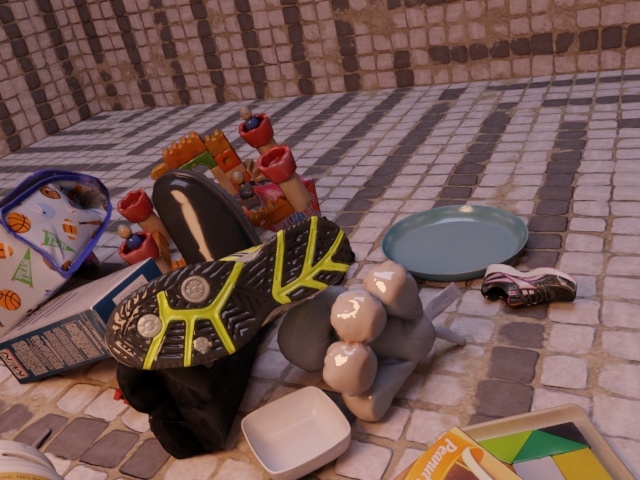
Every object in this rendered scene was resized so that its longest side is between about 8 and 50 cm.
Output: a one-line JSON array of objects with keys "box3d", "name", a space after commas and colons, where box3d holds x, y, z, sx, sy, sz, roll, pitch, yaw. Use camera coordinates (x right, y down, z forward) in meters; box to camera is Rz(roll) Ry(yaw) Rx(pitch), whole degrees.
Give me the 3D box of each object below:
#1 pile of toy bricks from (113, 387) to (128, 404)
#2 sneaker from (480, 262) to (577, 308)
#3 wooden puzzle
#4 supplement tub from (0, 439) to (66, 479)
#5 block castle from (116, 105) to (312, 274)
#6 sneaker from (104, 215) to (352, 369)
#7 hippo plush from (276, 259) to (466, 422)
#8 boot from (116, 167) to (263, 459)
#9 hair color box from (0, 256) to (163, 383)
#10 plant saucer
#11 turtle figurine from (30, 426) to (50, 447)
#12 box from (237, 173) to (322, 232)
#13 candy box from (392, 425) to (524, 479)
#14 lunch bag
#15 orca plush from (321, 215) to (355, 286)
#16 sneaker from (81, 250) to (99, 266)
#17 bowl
[{"box3d": [-0.281, 0.230, 1.103, 0.105, 0.118, 0.212, 21, 15, 1], "name": "pile of toy bricks"}, {"box3d": [0.380, 0.097, 1.113, 0.178, 0.072, 0.077, 2, 41, 43], "name": "sneaker"}, {"box3d": [0.278, 0.305, 0.753, 0.221, 0.044, 0.238, -12, 27, -1], "name": "wooden puzzle"}, {"box3d": [-0.364, 0.389, 0.657, 0.228, 0.228, 0.316, -24, 29, -22], "name": "supplement tub"}, {"box3d": [-0.276, -0.117, 1.468, 0.453, 0.213, 0.303, -32, 37, 2], "name": "block castle"}, {"box3d": [-0.130, 0.093, 0.915, 0.385, 0.145, 0.147, -21, -9, -25], "name": "sneaker"}, {"box3d": [0.053, 0.122, 0.997, 0.237, 0.234, 0.294, 16, 39, 43], "name": "hippo plush"}, {"box3d": [-0.238, 0.098, 1.060, 0.146, 0.367, 0.445, -34, 15, 30], "name": "boot"}, {"box3d": [-0.458, 0.160, 1.168, 0.347, 0.105, 0.174, -19, 19, 33], "name": "hair color box"}, {"box3d": [0.294, 0.007, 1.336, 0.318, 0.043, 0.317, -9, 27, 5], "name": "plant saucer"}, {"box3d": [-0.565, 0.334, 0.880, 0.275, 0.197, 0.266, -25, 23, -19], "name": "turtle figurine"}, {"box3d": [-0.131, -0.116, 1.666, 0.128, 0.122, 0.257, -31, 32, -30], "name": "box"}, {"box3d": [0.097, 0.360, 0.621, 0.316, 0.087, 0.183, -33, 32, -18], "name": "candy box"}, {"box3d": [-0.689, 0.013, 1.421, 0.328, 0.239, 0.385, -36, 18, 18], "name": "lunch bag"}, {"box3d": [0.000, 0.000, 1.405, 0.151, 0.102, 0.287, -8, 27, 8], "name": "orca plush"}, {"box3d": [-0.692, 0.045, 1.638, 0.236, 0.095, 0.104, 8, 39, 44], "name": "sneaker"}, {"box3d": [-0.033, 0.294, 0.898, 0.142, 0.053, 0.142, -22, 27, -19], "name": "bowl"}]
